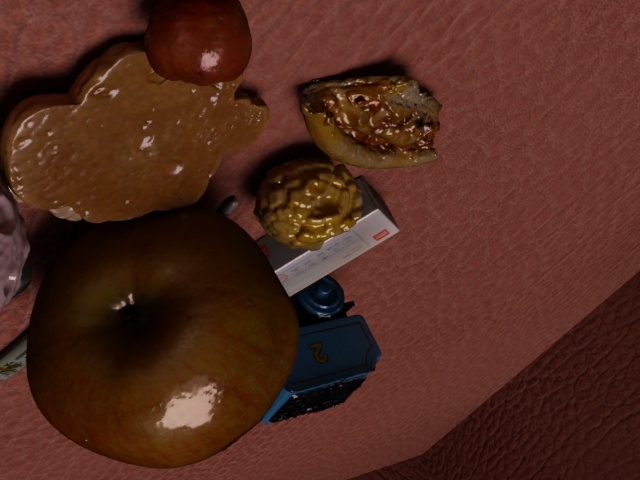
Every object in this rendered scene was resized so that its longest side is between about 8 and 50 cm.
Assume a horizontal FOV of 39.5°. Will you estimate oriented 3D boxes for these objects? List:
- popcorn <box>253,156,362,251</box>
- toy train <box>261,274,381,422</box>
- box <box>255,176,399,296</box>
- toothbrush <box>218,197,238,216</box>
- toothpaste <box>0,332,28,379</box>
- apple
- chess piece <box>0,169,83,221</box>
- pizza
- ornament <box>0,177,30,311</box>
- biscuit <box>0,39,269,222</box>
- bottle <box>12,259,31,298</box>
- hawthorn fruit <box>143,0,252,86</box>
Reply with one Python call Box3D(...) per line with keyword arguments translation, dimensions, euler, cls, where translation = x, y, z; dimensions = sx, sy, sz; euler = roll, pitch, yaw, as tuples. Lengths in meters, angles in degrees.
Box3D(translation=(-0.021, -0.060, 1.437), dimensions=(0.180, 0.180, 0.170), euler=(-20, 130, -13), cls="popcorn")
Box3D(translation=(-0.045, 0.216, 1.792), dimensions=(0.300, 0.265, 0.188), euler=(-10, 150, -35), cls="toy train")
Box3D(translation=(0.000, 0.000, 1.638), dimensions=(0.269, 0.079, 0.135), euler=(-32, 154, 11), cls="box")
Box3D(translation=(-0.219, 0.014, 1.531), dimensions=(0.019, 0.025, 0.276), euler=(-5, 146, -48), cls="toothbrush")
Box3D(translation=(-0.510, 0.186, 1.565), dimensions=(0.255, 0.037, 0.067), euler=(-36, 154, 27), cls="toothpaste")
Box3D(translation=(-0.228, 0.136, 1.314), dimensions=(0.400, 0.400, 0.333), euler=(-19, 167, -15), cls="apple")
Box3D(translation=(-0.369, -0.066, 1.182), dimensions=(0.066, 0.066, 0.122), euler=(-40, 148, 26), cls="chess piece")
Box3D(translation=(0.096, -0.180, 1.390), dimensions=(0.182, 0.074, 0.365), euler=(-28, 157, 24), cls="pizza")
Box3D(translation=(-0.465, 0.014, 1.010), dimensions=(0.259, 0.259, 0.225), euler=(-5, 105, -38), cls="ornament")
Box3D(translation=(-0.228, -0.143, 1.151), dimensions=(0.376, 0.051, 0.269), euler=(-13, 140, -36), cls="biscuit")
Box3D(translation=(-0.501, 0.092, 1.182), dimensions=(0.082, 0.082, 0.286), euler=(-43, -178, 31), cls="bottle")
Box3D(translation=(-0.143, -0.240, 1.013), dimensions=(0.125, 0.125, 0.140), euler=(-28, 118, 4), cls="hawthorn fruit")
